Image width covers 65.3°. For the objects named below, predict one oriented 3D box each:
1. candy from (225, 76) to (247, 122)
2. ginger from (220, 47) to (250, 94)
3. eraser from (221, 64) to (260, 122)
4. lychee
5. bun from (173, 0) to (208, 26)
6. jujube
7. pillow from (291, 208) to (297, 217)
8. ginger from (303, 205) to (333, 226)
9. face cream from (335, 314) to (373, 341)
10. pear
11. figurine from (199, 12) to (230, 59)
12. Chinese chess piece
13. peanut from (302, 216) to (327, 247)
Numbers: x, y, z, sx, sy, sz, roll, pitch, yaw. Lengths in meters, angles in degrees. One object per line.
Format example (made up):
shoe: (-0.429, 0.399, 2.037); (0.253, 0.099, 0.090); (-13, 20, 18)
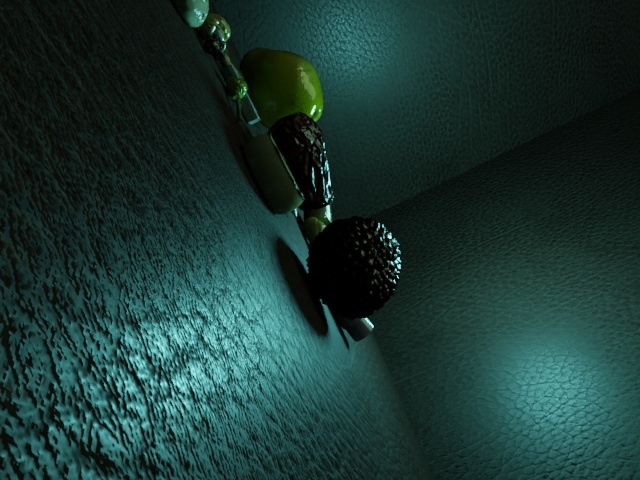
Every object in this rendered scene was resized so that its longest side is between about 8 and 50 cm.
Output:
candy: (-0.288, -0.483, 1.729); (0.077, 0.073, 0.262); (37, 28, -38)
ginger: (-0.366, -0.707, 2.073); (0.214, 0.059, 0.133); (63, 12, -5)
eraser: (-0.309, -0.567, 1.949); (0.095, 0.052, 0.225); (-101, 165, -81)
lychee: (0.104, 0.079, 1.553); (0.306, 0.306, 0.330); (60, 9, -46)
bun: (-0.405, -0.758, 1.539); (0.183, 0.102, 0.183); (62, 3, -5)
jujube: (-0.063, -0.267, 1.740); (0.216, 0.216, 0.342); (-99, 166, -76)
pillow: (-0.147, -0.198, 1.792); (0.229, 0.050, 0.148); (56, 3, -43)
ginger: (-0.018, -0.141, 2.219); (0.275, 0.130, 0.221); (99, -20, -65)
face cream: (0.075, 0.235, 1.805); (0.274, 0.096, 0.154); (51, 8, -5)
pear: (-0.179, -0.684, 2.280); (0.418, 0.362, 0.362); (37, 3, 3)
figurine: (-0.372, -0.718, 1.759); (0.114, 0.108, 0.196); (31, 32, -39)
Chinese chess piece: (-0.140, -0.202, 1.515); (0.249, 0.103, 0.250); (63, 3, -7)
peanut: (0.000, 0.000, 2.066); (0.098, 0.103, 0.229); (26, 34, -62)
